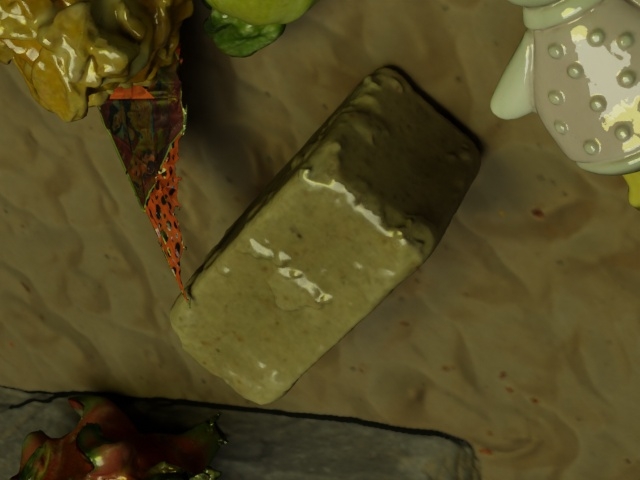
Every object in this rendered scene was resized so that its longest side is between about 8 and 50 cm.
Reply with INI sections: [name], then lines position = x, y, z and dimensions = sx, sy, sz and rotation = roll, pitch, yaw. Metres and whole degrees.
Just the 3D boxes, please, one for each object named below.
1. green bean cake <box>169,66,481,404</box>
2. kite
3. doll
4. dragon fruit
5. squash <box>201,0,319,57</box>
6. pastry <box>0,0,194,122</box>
[green bean cake]
position = 0.000, 0.000, 0.890
dimensions = 0.085, 0.109, 0.179
rotation = 39, 133, -6
[kite]
position = -0.102, -0.078, 0.914
dimensions = 0.125, 0.008, 0.222
rotation = 9, 100, 59
[doll]
position = 0.127, -0.103, 0.764
dimensions = 0.129, 0.081, 0.207
rotation = -22, 111, 29
[dragon fruit]
position = -0.129, 0.173, 1.074
dimensions = 0.135, 0.137, 0.236
rotation = 30, 137, -18
[squash]
position = -0.013, -0.177, 0.759
dimensions = 0.137, 0.137, 0.287
rotation = 17, 137, 15
[pastry]
position = -0.175, -0.170, 0.813
dimensions = 0.250, 0.102, 0.154
rotation = 45, 174, 2
